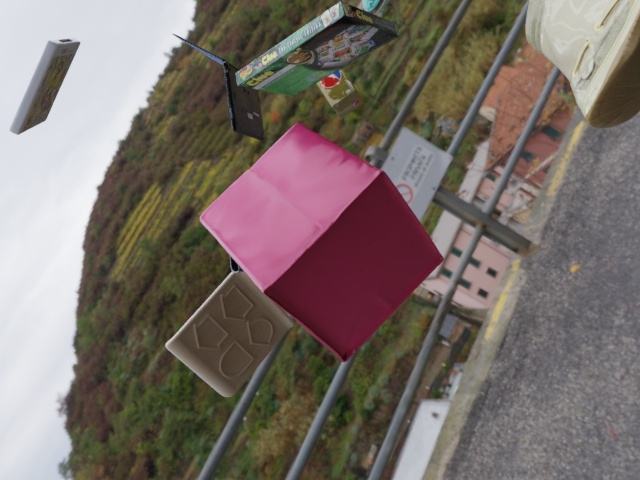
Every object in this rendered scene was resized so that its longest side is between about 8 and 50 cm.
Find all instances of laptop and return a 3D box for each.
[{"bbox_3d":[-0.259,-0.393,1.477,0.234,0.137,0.264,-16,-81,-76],"label":"laptop"}]

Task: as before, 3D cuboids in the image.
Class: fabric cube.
[{"bbox_3d":[0.000,0.000,0.972,0.259,0.254,0.258,-45,43,-4],"label":"fabric cube"}]

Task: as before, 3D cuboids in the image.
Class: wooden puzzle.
[{"bbox_3d":[-0.298,0.305,1.883,0.348,0.322,0.081,-47,33,-14],"label":"wooden puzzle"}]

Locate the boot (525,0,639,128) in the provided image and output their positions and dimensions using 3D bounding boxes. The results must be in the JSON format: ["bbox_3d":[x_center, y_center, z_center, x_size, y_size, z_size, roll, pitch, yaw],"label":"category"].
[{"bbox_3d":[0.333,-0.287,0.627,0.261,0.095,0.203,100,161,-48],"label":"boot"}]

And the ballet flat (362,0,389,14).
[{"bbox_3d":[0.137,-0.547,1.076,0.077,0.079,0.221,35,129,40],"label":"ballet flat"}]

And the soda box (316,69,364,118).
[{"bbox_3d":[0.016,-0.347,1.183,0.061,0.181,0.058,-34,-25,10],"label":"soda box"}]

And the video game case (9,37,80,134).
[{"bbox_3d":[-0.645,-0.368,1.330,0.226,0.026,0.206,-58,18,14],"label":"video game case"}]

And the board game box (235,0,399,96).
[{"bbox_3d":[-0.012,-0.311,0.951,0.260,0.136,0.030,-16,83,43],"label":"board game box"}]

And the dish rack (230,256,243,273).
[{"bbox_3d":[-0.137,-0.033,1.482,0.272,0.074,0.208,-15,77,45],"label":"dish rack"}]
